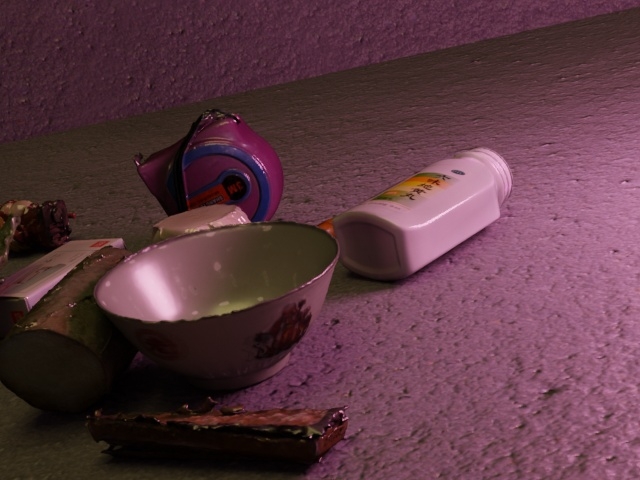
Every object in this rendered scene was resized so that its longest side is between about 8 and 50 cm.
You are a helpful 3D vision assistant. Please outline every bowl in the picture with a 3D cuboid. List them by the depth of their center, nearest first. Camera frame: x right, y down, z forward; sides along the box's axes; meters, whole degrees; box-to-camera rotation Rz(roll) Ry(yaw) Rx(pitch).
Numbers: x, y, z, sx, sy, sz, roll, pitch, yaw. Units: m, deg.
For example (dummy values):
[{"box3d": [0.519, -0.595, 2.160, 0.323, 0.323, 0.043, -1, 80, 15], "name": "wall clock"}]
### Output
[{"box3d": [-0.126, 0.103, 1.518, 0.337, 0.157, 0.337, -10, 20, 3], "name": "bowl"}]

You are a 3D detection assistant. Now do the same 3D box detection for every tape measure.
[{"box3d": [-0.191, -0.116, 2.081, 0.231, 0.245, 0.149, -26, 14, 14], "name": "tape measure"}]

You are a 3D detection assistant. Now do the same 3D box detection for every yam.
[{"box3d": [-0.336, 0.129, 1.582, 0.168, 0.168, 0.304, -9, 19, 12], "name": "yam"}]

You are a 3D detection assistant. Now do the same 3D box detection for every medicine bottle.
[{"box3d": [0.181, -0.050, 1.823, 0.179, 0.124, 0.324, 6, 25, 45], "name": "medicine bottle"}]

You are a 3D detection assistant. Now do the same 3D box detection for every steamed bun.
[{"box3d": [-0.202, 0.005, 1.955, 0.183, 0.106, 0.183, -10, 15, 3], "name": "steamed bun"}]

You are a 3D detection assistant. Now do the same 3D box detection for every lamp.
[{"box3d": [-0.649, -0.031, 2.368, 0.253, 0.118, 0.118, -1, 22, 29], "name": "lamp"}]

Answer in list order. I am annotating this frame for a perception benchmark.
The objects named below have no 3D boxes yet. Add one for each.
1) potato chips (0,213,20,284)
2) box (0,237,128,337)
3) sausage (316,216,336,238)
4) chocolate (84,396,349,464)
[{"box3d": [-0.674, 0.084, 1.900, 0.389, 0.097, 0.373, -30, 9, -21], "name": "potato chips"}, {"box3d": [-0.463, 0.080, 1.954, 0.135, 0.079, 0.269, -2, 22, 32], "name": "box"}, {"box3d": [0.000, 0.000, 1.910, 0.062, 0.054, 0.183, 34, 38, 22], "name": "sausage"}, {"box3d": [-0.124, 0.227, 1.314, 0.329, 0.065, 0.102, -3, 7, 26], "name": "chocolate"}]
